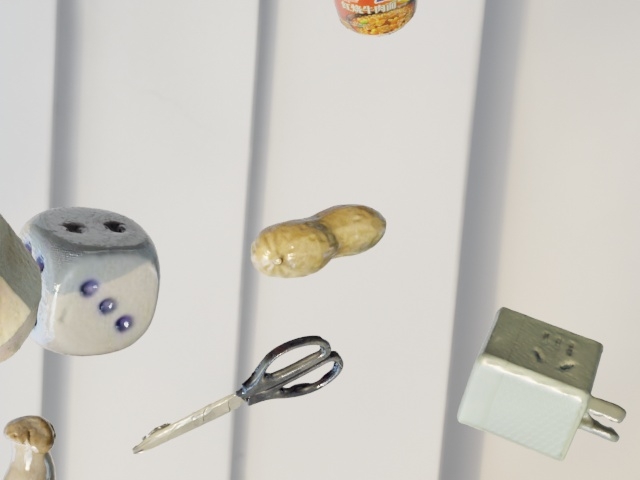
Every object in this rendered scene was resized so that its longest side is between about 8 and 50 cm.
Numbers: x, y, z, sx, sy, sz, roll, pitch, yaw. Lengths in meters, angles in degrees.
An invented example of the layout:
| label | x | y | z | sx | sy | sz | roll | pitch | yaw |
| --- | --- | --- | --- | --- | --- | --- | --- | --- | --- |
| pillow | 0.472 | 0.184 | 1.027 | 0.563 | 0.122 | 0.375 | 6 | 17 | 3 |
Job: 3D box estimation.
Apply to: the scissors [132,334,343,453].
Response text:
| label | x | y | z | sx | sy | sz | roll | pitch | yaw |
| --- | --- | --- | --- | --- | --- | --- | --- | --- | --- |
| scissors | -0.112 | 0.206 | 1.408 | 0.300 | 0.109 | 0.022 | -27 | -131 | 10 |

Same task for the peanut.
| label | x | y | z | sx | sy | sz | roll | pitch | yaw |
| --- | --- | --- | --- | --- | --- | --- | --- | --- | --- |
| peanut | 0.000 | 0.000 | 1.937 | 0.263 | 0.101 | 0.117 | -19 | -136 | -29 |

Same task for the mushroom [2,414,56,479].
| label | x | y | z | sx | sy | sz | roll | pitch | yaw |
| --- | --- | --- | --- | --- | --- | --- | --- | --- | --- |
| mushroom | -0.460 | 0.382 | 1.735 | 0.088 | 0.212 | 0.097 | 5 | -166 | -23 |

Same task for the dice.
| label | x | y | z | sx | sy | sz | roll | pitch | yaw |
| --- | --- | --- | --- | --- | --- | --- | --- | --- | --- |
| dice | -0.383 | 0.063 | 1.791 | 0.192 | 0.193 | 0.194 | 0 | -154 | -35 |

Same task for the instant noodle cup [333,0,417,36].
| label | x | y | z | sx | sy | sz | roll | pitch | yaw |
| --- | --- | --- | --- | --- | --- | --- | --- | --- | --- |
| instant noodle cup | 0.105 | -0.514 | 2.153 | 0.213 | 0.213 | 0.174 | 7 | 147 | 15 |

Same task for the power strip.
| label | x | y | z | sx | sy | sz | roll | pitch | yaw |
| --- | --- | --- | --- | --- | --- | --- | --- | --- | --- |
| power strip | 0.330 | 0.215 | 1.584 | 0.224 | 0.139 | 0.140 | 20 | -145 | 11 |

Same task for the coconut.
| label | x | y | z | sx | sy | sz | roll | pitch | yaw |
| --- | --- | --- | --- | --- | --- | --- | --- | --- | --- |
| coconut | -0.478 | 0.053 | 1.391 | 0.237 | 0.237 | 0.197 | 12 | -128 | 37 |
